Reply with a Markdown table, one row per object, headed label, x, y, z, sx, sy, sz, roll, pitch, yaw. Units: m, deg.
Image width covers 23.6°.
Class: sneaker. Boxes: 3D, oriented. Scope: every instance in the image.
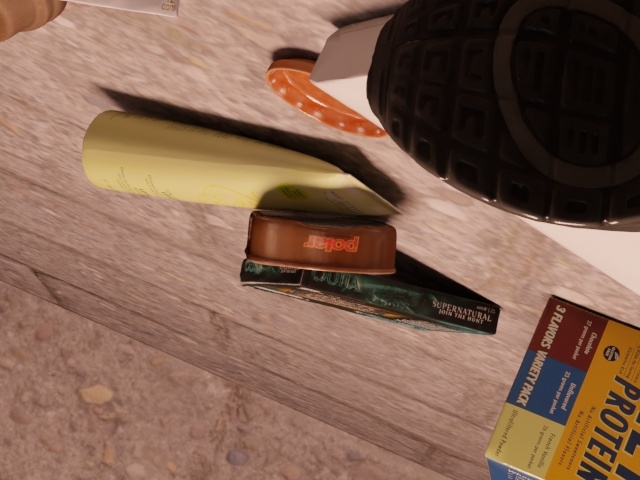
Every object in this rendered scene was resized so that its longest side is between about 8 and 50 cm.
| label | x | y | z | sx | sy | sz | roll | pitch | yaw |
| --- | --- | --- | --- | --- | --- | --- | --- | --- | --- |
| sneaker | 0.157 | -0.035 | 0.611 | 0.286 | 0.109 | 0.130 | 14 | 171 | 17 |

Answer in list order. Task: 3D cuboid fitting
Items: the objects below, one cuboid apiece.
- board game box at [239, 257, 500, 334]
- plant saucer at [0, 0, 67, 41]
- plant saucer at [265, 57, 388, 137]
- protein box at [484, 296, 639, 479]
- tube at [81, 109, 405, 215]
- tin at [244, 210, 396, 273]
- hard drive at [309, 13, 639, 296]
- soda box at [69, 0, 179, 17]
| label | x | y | z | sx | sy | sz | roll | pitch | yaw |
| --- | --- | --- | --- | --- | --- | --- | --- | --- | --- |
| board game box | 0.039 | 0.046 | 1.285 | 0.186 | 0.026 | 0.126 | 15 | 173 | -26 |
| plant saucer | -0.292 | -0.199 | 0.959 | 0.278 | 0.041 | 0.278 | 22 | 168 | 5 |
| plant saucer | 0.007 | -0.087 | 0.918 | 0.083 | 0.013 | 0.083 | 23 | 167 | 6 |
| protein box | 0.249 | 0.164 | 1.221 | 0.200 | 0.136 | 0.201 | 22 | 167 | 14 |
| tube | -0.063 | -0.050 | 1.108 | 0.240 | 0.070 | 0.062 | 10 | 121 | 28 |
| tin | 0.000 | 0.000 | 1.116 | 0.106 | 0.040 | 0.189 | 9 | -178 | -5 |
| hard drive | 0.166 | -0.028 | 0.804 | 0.307 | 0.040 | 0.203 | 30 | 166 | -26 |
| soda box | -0.149 | -0.144 | 0.659 | 0.074 | 0.069 | 0.216 | 16 | -170 | 33 |
